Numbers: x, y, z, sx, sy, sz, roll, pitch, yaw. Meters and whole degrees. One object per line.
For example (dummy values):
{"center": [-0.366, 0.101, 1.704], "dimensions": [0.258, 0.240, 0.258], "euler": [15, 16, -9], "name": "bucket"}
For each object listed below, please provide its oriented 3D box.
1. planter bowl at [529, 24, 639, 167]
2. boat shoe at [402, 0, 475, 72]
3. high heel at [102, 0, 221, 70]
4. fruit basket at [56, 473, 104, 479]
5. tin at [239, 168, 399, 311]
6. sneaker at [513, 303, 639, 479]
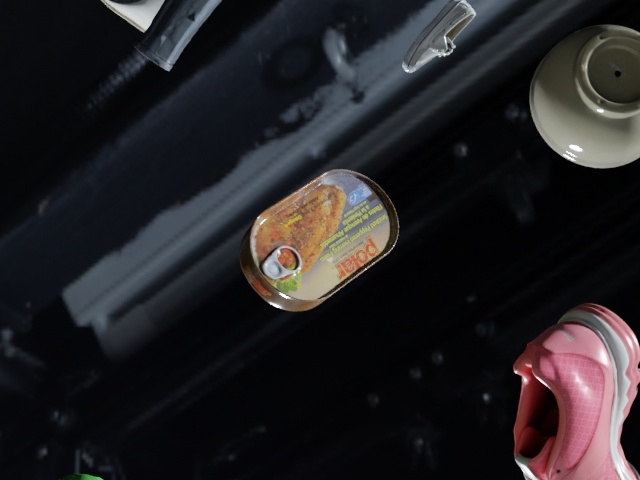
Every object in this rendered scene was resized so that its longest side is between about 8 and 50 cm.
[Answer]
{"center": [0.322, -0.172, 1.462], "dimensions": [0.162, 0.162, 0.109], "euler": [-8, -11, -2], "name": "planter bowl"}
{"center": [0.131, -0.219, 1.434], "dimensions": [0.100, 0.035, 0.035], "euler": [-49, -19, 10], "name": "boat shoe"}
{"center": [-0.111, -0.262, 1.153], "dimensions": [0.093, 0.261, 0.186], "euler": [32, -79, -28], "name": "high heel"}
{"center": [-0.187, 0.315, 1.098], "dimensions": [0.392, 0.392, 0.283], "euler": [-38, -70, 24], "name": "fruit basket"}
{"center": [0.000, 0.000, 1.307], "dimensions": [0.189, 0.106, 0.040], "euler": [-33, -12, -39], "name": "tin"}
{"center": [0.243, 0.224, 1.318], "dimensions": [0.136, 0.116, 0.314], "euler": [-19, -71, -36], "name": "sneaker"}
